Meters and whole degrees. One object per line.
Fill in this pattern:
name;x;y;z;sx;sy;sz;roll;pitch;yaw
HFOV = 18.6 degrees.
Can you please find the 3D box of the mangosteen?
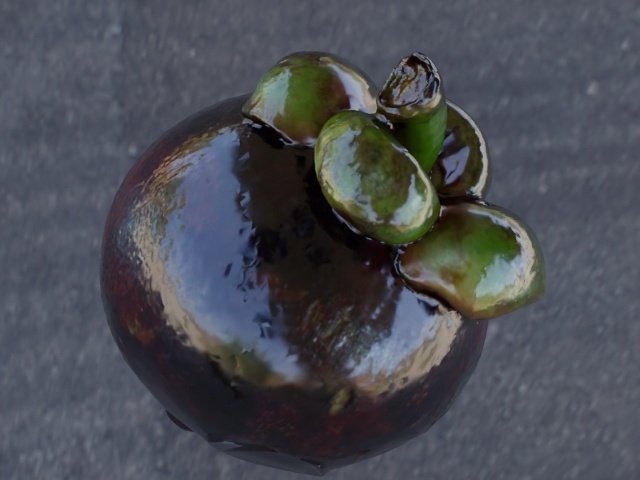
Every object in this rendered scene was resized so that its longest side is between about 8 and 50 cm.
mangosteen;-0.009;0.017;1.400;0.311;0.311;0.311;6;58;-10
